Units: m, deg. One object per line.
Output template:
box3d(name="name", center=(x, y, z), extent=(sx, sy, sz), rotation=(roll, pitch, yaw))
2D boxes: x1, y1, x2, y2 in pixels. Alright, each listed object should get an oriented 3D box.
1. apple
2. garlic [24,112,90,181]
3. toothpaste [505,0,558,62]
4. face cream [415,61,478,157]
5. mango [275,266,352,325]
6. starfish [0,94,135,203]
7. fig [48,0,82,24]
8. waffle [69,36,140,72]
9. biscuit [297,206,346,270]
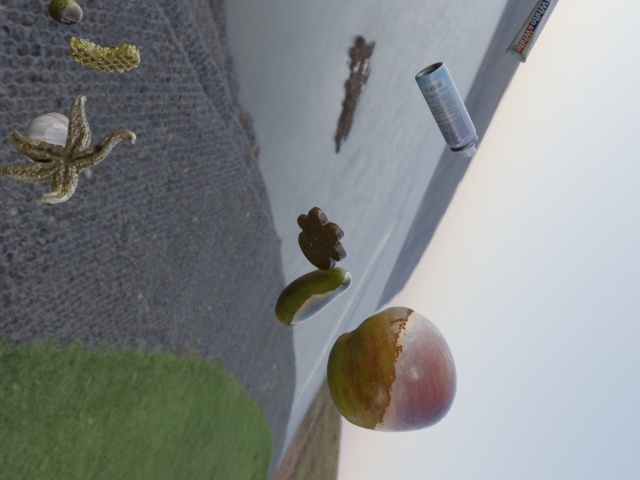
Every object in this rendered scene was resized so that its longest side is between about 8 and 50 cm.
box3d(name="apple", center=(0.159, 0.279, 1.298), extent=(0.301, 0.302, 0.301), rotation=(24, 90, -82))
box3d(name="garlic", center=(-0.855, -0.310, 1.985), extent=(0.245, 0.253, 0.245), rotation=(4, 90, -84))
box3d(name="toothpaste", center=(0.456, -0.470, 1.194), extent=(0.033, 0.052, 0.218), rotation=(-32, 155, -43))
box3d(name="face cream", center=(0.298, -0.293, 1.348), extent=(0.229, 0.075, 0.075), rotation=(58, 39, -24))
box3d(name="mango", center=(-0.025, 0.164, 1.808), extent=(0.289, 0.129, 0.146), rotation=(-31, 174, 18))
box3d(name="starfish", center=(-0.628, -0.201, 1.418), extent=(0.094, 0.375, 0.327), rotation=(70, -2, -54))
box3d(name="fig", center=(-0.707, -0.648, 1.613), extent=(0.082, 0.084, 0.098), rotation=(-8, 96, -56))
box3d(name="waffle", center=(-0.627, -0.545, 1.704), extent=(0.149, 0.194, 0.051), rotation=(148, -53, -65))
box3d(name="biscuit", center=(0.000, 0.000, 1.648), extent=(0.039, 0.180, 0.236), rotation=(-40, 166, -30))
